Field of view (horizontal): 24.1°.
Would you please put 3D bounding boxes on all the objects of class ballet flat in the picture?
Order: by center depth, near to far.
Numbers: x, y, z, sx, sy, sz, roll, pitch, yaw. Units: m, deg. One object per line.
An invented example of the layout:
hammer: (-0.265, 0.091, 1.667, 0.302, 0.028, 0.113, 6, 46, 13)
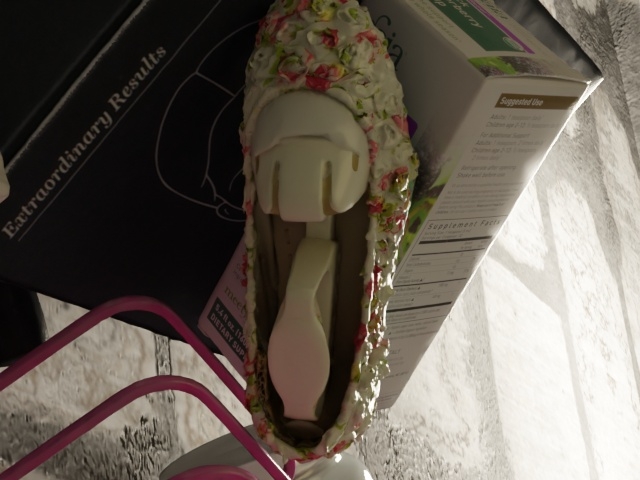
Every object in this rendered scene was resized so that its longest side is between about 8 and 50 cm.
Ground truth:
ballet flat: (0.000, 0.000, 0.722, 0.077, 0.091, 0.241, -54, 143, -70)

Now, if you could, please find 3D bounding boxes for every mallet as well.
mallet: (-0.215, 0.058, 0.820, 0.190, 0.039, 0.062, -26, 94, -62)

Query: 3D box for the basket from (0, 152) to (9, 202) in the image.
basket: (-0.242, -0.045, 0.668, 0.113, 0.167, 0.103, 20, 51, -61)

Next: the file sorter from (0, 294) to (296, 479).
file sorter: (-0.074, 0.196, 0.708, 0.202, 0.182, 0.290, 52, 4, -39)

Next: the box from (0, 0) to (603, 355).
box: (-0.057, -0.113, 0.890, 0.212, 0.293, 0.395, 47, 10, 30)

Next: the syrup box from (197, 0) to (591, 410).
syrup box: (0.035, -0.018, 0.815, 0.096, 0.237, 0.093, -5, 42, -46)

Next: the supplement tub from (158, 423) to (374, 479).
supplement tub: (-0.016, 0.227, 0.993, 0.144, 0.144, 0.199, -30, 101, -66)
